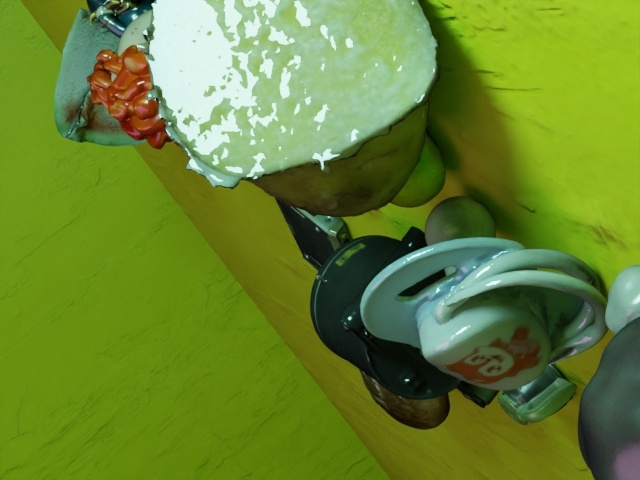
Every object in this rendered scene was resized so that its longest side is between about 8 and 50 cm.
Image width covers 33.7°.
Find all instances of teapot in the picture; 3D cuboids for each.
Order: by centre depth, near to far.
[{"bbox_3d":[0.297,0.213,1.489,0.092,0.091,0.124,44,168,17],"label":"teapot"}]

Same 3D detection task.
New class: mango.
[{"bbox_3d":[0.084,-0.104,1.281,0.163,0.089,0.117,40,168,43],"label":"mango"}]

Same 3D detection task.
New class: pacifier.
[{"bbox_3d":[0.185,0.040,1.224,0.299,0.244,0.233,30,-145,-39],"label":"pacifier"}]

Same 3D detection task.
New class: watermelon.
[{"bbox_3d":[-0.377,-0.315,2.101,0.289,0.320,0.214,22,147,-16],"label":"watermelon"}]

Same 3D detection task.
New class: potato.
[{"bbox_3d":[-0.016,-0.163,1.132,0.237,0.300,0.289,26,-127,-79],"label":"potato"}]

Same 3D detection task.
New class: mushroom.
[{"bbox_3d":[0.145,0.235,1.980,0.278,0.146,0.278,52,166,19],"label":"mushroom"}]

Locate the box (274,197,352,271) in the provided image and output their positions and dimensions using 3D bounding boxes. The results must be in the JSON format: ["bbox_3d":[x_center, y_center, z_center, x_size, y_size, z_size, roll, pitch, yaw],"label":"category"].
[{"bbox_3d":[0.000,0.000,2.014,0.211,0.045,0.270,40,165,32],"label":"box"}]

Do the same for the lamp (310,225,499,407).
[{"bbox_3d":[0.103,0.099,1.552,0.272,0.205,0.374,31,169,46],"label":"lamp"}]

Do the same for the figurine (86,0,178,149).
[{"bbox_3d":[-0.266,-0.336,1.608,0.306,0.241,0.412,-21,92,53],"label":"figurine"}]

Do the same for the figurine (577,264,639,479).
[{"bbox_3d":[0.407,0.189,0.942,0.365,0.206,0.218,25,-169,0],"label":"figurine"}]
